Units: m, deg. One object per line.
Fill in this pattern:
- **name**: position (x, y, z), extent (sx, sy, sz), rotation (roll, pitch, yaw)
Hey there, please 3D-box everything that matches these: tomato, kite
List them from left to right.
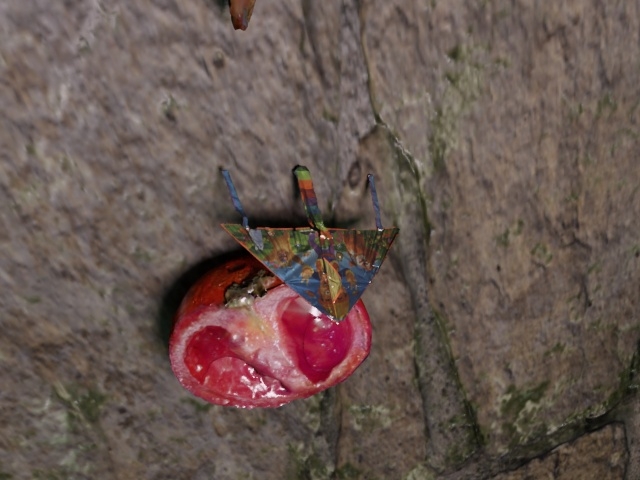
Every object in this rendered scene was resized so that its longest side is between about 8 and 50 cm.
- **tomato**: position (-0.050, 0.079, 0.693), extent (0.190, 0.099, 0.173), rotation (-16, 133, 2)
- **kite**: position (0.000, 0.000, 0.633), extent (0.183, 0.160, 0.010), rotation (0, 154, -28)

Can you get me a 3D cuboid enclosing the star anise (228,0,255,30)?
- **star anise**: position (-0.047, -0.280, 0.458), extent (0.288, 0.088, 0.288), rotation (-13, 127, -18)
